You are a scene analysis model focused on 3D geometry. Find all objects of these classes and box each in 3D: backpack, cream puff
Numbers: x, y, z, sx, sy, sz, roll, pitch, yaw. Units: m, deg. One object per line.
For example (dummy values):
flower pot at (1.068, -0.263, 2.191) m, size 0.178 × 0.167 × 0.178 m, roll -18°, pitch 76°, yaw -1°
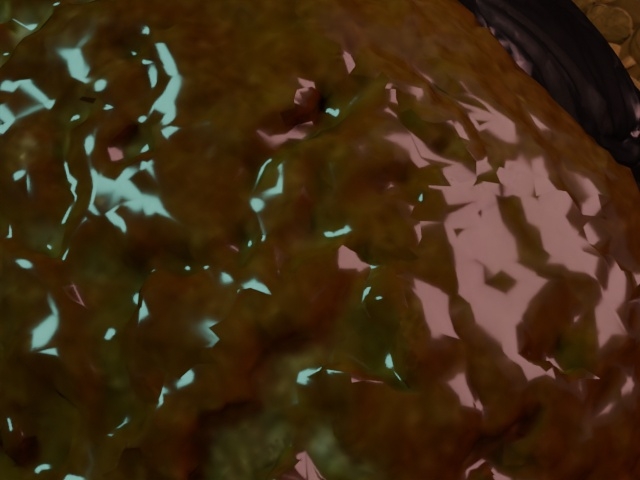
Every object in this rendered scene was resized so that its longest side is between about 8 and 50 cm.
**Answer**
backpack at (0.123, -0.102, 1.535) m, size 0.445 × 0.255 × 0.363 m, roll 20°, pitch 36°, yaw -50°
cream puff at (-0.042, 0.041, 0.472) m, size 0.303 × 0.212 × 0.303 m, roll 43°, pitch -21°, yaw 20°
